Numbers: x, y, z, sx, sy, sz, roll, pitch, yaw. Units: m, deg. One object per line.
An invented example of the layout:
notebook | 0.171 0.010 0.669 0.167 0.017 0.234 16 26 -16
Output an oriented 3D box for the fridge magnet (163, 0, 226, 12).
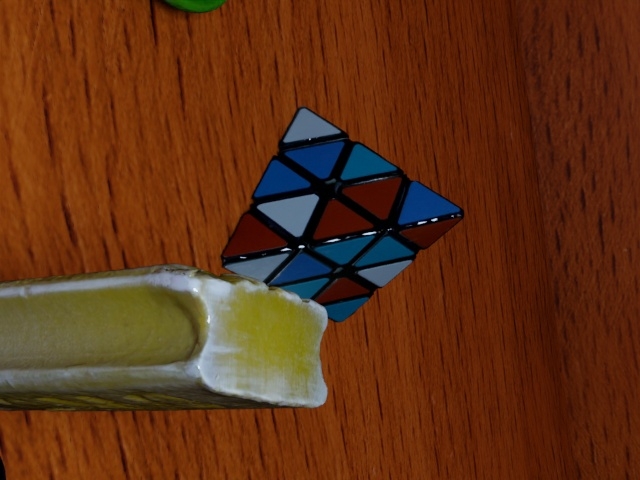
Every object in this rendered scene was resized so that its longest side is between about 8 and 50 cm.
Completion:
fridge magnet | -0.135 -0.336 1.014 0.208 0.088 0.208 17 70 -59

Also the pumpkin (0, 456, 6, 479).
pumpkin | -0.279 0.181 0.604 0.194 0.150 0.194 0 90 -51

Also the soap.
soap | -0.149 0.078 0.725 0.173 0.274 0.089 26 62 -57

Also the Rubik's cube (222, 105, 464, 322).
Rubik's cube | 0.000 0.000 1.141 0.234 0.250 0.284 -17 106 -41
